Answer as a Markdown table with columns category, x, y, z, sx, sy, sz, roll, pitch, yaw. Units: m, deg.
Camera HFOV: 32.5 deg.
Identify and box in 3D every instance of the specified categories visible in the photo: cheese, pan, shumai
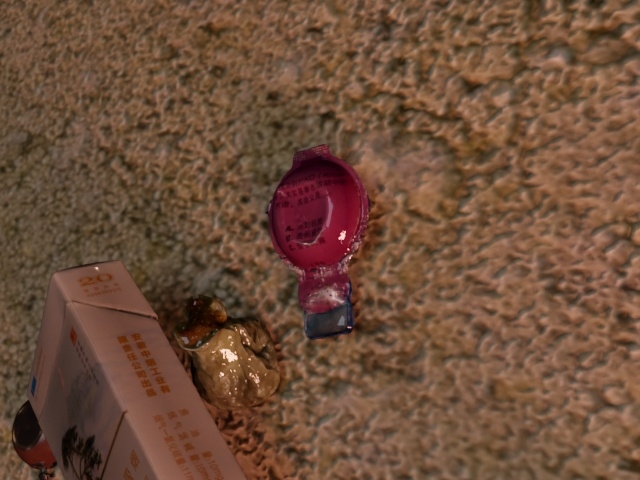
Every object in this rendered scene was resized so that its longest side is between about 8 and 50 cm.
| category | x | y | z | sx | sy | sz | roll | pitch | yaw |
| --- | --- | --- | --- | --- | --- | --- | --- | --- | --- |
| cheese | 0.000 | 0.000 | 0.819 | 0.095 | 0.038 | 0.145 | -14 | 75 | 35 |
| pan | -0.246 | 0.188 | 0.961 | 0.068 | 0.023 | 0.115 | -22 | 64 | 30 |
| shumai | -0.080 | 0.087 | 0.827 | 0.083 | 0.080 | 0.082 | 39 | 103 | 35 |

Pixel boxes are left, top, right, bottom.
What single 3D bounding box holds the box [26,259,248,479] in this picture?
| category | x | y | z | sx | sy | sz | roll | pitch | yaw |
| --- | --- | --- | --- | --- | --- | --- | --- | --- | --- |
| box | -0.148 | 0.148 | 0.836 | 0.233 | 0.067 | 0.149 | 53 | 135 | 34 |
